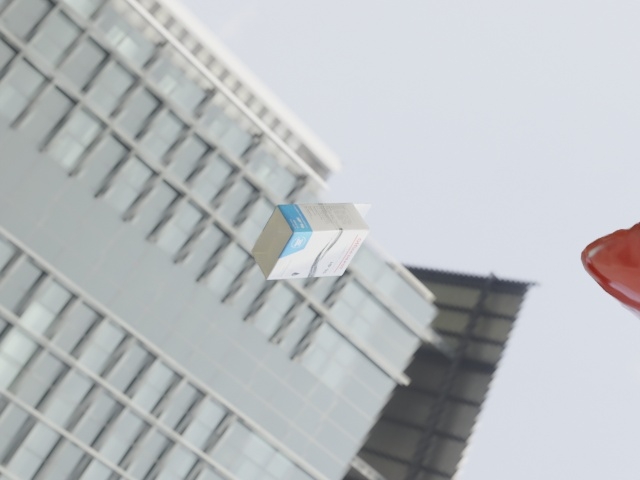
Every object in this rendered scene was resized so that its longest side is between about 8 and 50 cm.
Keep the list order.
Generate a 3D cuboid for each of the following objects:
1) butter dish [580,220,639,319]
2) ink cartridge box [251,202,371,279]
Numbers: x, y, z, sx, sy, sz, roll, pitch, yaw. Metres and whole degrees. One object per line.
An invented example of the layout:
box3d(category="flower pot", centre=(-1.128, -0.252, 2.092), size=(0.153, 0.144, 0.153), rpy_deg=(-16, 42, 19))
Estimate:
box3d(category="butter dish", centre=(0.189, -0.003, 0.393), size=(0.160, 0.160, 0.118), rpy_deg=(-21, -141, 56))
box3d(category="ink cartridge box", centre=(0.000, 0.000, 0.919), size=(0.028, 0.083, 0.048), rpy_deg=(59, -46, 32))
